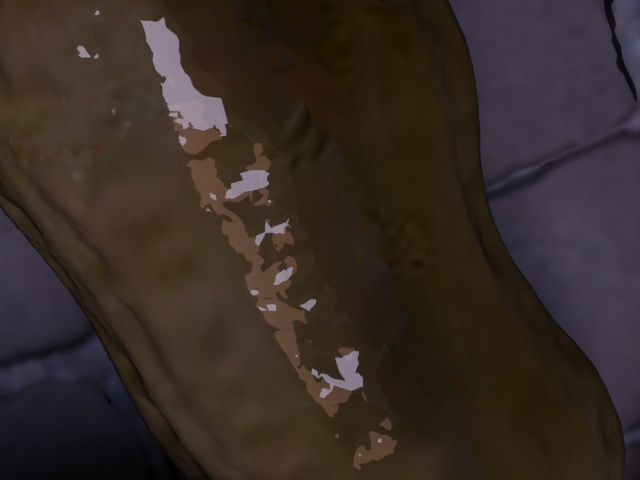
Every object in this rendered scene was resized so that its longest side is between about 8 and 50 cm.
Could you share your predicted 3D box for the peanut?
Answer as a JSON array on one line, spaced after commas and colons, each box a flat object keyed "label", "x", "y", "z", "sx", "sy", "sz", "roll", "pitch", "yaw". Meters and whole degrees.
[{"label": "peanut", "x": 0.000, "y": 0.000, "z": 0.383, "sx": 0.110, "sy": 0.120, "sz": 0.236, "roll": -28, "pitch": 110, "yaw": 26}]
